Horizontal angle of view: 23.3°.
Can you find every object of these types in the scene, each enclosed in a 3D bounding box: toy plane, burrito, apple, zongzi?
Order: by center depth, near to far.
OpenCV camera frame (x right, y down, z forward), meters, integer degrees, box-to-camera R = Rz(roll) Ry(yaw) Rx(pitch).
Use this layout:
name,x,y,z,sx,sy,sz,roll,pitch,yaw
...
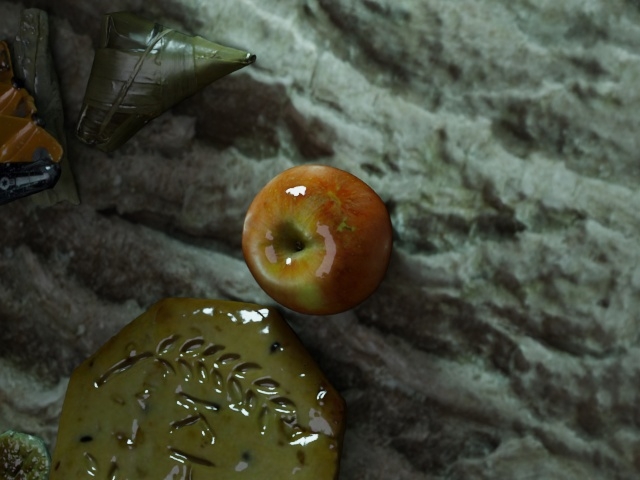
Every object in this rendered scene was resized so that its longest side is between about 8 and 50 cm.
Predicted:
name,x,y,z,sx,sy,sz,roll,pitch,yaw
apple,0.000,0.000,1.662,0.163,0.139,0.163,4,99,26
zongzi,-0.174,-0.157,1.713,0.176,0.078,0.160,19,106,7
toy plane,-0.415,-0.059,1.757,0.316,0.103,0.204,-46,63,31
burrito,-0.319,-0.148,1.759,0.058,0.063,0.229,-14,104,-25

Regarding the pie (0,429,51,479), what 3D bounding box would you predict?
name,x,y,z,sx,sy,sz,roll,pitch,yaw
pie,-0.355,0.264,1.833,0.084,0.020,0.084,2,97,13

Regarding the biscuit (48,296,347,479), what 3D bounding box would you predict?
name,x,y,z,sx,sy,sz,roll,pitch,yaw
biscuit,-0.138,0.229,1.701,0.359,0.046,0.359,-5,73,16
